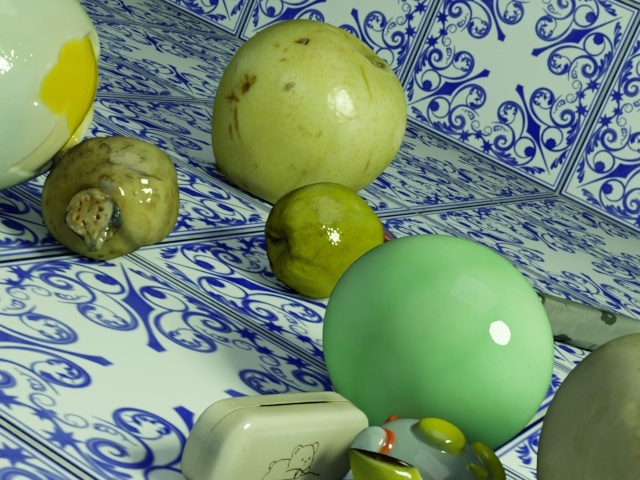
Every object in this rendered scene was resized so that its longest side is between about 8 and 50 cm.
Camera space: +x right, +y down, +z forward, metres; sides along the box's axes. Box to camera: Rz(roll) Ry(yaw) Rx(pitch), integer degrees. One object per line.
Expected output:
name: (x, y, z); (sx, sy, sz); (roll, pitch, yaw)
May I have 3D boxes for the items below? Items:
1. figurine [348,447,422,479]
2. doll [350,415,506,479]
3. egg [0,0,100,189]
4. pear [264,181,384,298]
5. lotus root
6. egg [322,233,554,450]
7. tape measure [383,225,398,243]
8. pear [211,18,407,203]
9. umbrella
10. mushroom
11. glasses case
figurine: (0.128, 0.292, 0.828); (0.326, 0.218, 0.169); (20, -29, 18)
doll: (0.118, 0.233, 1.130); (0.199, 0.105, 0.336); (32, 10, -25)
egg: (-0.412, -0.190, 1.525); (0.283, 0.283, 0.345); (30, 19, 26)
pear: (0.000, 0.000, 1.751); (0.149, 0.149, 0.162); (32, 20, 33)
lotus root: (-0.239, -0.050, 1.581); (0.154, 0.140, 0.257); (-13, 2, 4)
egg: (0.113, 0.104, 1.378); (0.220, 0.220, 0.269); (17, 3, -24)
tape measure: (0.056, 0.017, 1.931); (0.118, 0.074, 0.125); (32, 20, 12)
pear: (-0.021, -0.195, 2.178); (0.309, 0.309, 0.309); (22, 14, -6)
umbrella: (0.402, 0.130, 2.068); (0.337, 0.067, 0.073); (17, -5, -23)
mushroom: (0.346, 0.216, 1.089); (0.362, 0.294, 0.362); (47, 10, -11)
glasses case: (-0.035, 0.173, 1.166); (0.050, 0.083, 0.196); (34, 19, 34)
